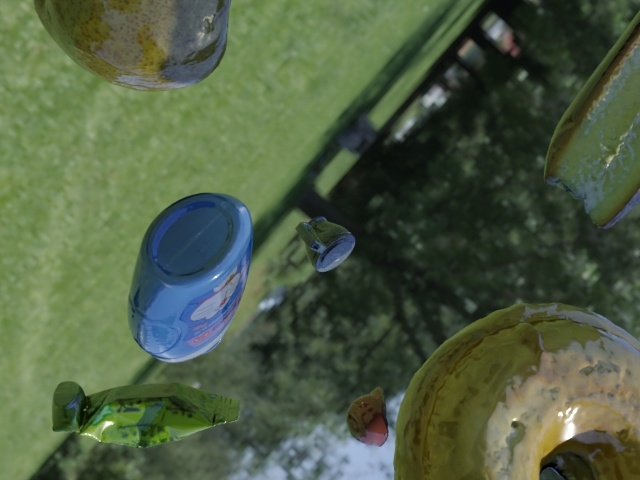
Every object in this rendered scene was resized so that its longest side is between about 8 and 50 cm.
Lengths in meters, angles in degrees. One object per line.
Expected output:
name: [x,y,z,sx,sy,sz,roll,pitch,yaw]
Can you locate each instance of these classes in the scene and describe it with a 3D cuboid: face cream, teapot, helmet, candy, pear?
face cream: [-0.127,0.049,1.353,0.149,0.083,0.264,-44,168,-19]
teapot: [0.000,0.000,1.815,0.066,0.057,0.088,-50,152,14]
helmet: [0.059,0.239,1.881,0.065,0.049,0.084,126,-38,-54]
candy: [-0.225,0.227,1.810,0.149,0.246,0.069,-116,-155,-76]
pear: [-0.189,-0.261,1.392,0.188,0.211,0.228,-111,-149,-63]

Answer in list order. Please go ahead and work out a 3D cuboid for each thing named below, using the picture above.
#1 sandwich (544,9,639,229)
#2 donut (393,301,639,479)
sandwich: [0.310,-0.124,1.384,0.235,0.122,0.128,-51,172,-6]
donut: [0.283,0.294,1.667,0.449,0.449,0.198,-49,-172,-24]
